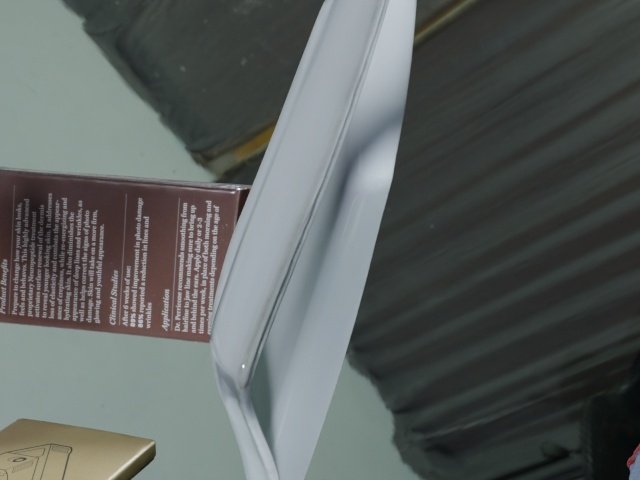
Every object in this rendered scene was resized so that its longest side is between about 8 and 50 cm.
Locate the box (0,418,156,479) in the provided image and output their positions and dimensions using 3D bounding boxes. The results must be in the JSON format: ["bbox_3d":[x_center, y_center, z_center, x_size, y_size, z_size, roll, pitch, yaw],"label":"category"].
[{"bbox_3d":[-0.270,0.221,0.844,0.201,0.164,0.021,-36,128,-62],"label":"box"}]

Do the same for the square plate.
[{"bbox_3d":[0.000,0.000,0.644,0.049,0.347,0.344,14,62,8],"label":"square plate"}]

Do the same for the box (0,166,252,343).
[{"bbox_3d":[-0.273,0.013,1.178,0.143,0.381,0.191,-28,123,-81],"label":"box"}]

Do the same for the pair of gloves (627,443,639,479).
[{"bbox_3d":[0.219,0.241,0.672,0.023,0.198,0.159,10,49,2],"label":"pair of gloves"}]
